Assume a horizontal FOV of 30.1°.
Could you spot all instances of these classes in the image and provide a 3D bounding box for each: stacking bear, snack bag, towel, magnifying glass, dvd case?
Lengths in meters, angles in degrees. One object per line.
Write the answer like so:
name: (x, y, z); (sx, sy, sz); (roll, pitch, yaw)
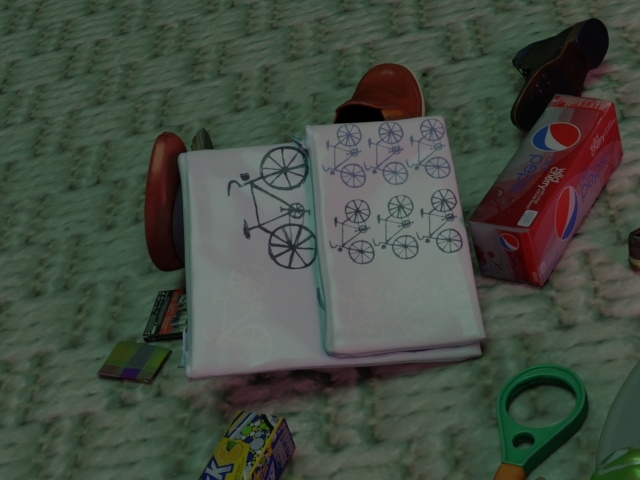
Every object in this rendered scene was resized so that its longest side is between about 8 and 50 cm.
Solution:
stacking bear: (-0.060, -0.029, 1.506); (0.289, 0.175, 0.164); (4, 66, 14)
snack bag: (0.000, 0.000, 1.385); (0.343, 0.037, 0.323); (-5, 60, -1)
towel: (-0.230, 0.149, 1.469); (0.083, 0.009, 0.060); (3, 41, 27)
magnifying glass: (0.199, 0.209, 1.184); (0.092, 0.026, 0.231); (6, 44, 30)
dvd case: (-0.160, 0.090, 1.510); (0.119, 0.013, 0.087); (-8, 38, 17)

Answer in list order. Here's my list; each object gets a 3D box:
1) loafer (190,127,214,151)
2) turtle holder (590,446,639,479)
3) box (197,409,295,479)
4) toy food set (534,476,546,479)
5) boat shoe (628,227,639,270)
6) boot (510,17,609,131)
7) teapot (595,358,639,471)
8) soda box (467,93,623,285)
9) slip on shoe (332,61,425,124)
loafer: (-0.181, -0.123, 1.773); (0.039, 0.045, 0.125); (-22, 38, 8)
turtle holder: (0.158, 0.295, 0.853); (0.243, 0.320, 0.227); (-2, 26, 26)
box: (-0.089, 0.257, 1.229); (0.059, 0.054, 0.169); (4, 42, 28)
toy food set: (0.151, 0.307, 1.063); (0.192, 0.038, 0.132); (-32, 42, 6)
boat shoe: (0.420, -0.009, 1.343); (0.152, 0.049, 0.056); (-20, 36, -2)
boot: (0.310, -0.223, 1.671); (0.219, 0.082, 0.106); (-47, 22, -26)
teapot: (0.371, 0.186, 1.007); (0.256, 0.187, 0.252); (-62, 15, -6)
soda box: (0.278, -0.066, 1.444); (0.083, 0.092, 0.263); (10, 46, 35)
slip on shoe: (0.070, -0.161, 1.658); (0.123, 0.101, 0.331); (-5, 37, 22)
